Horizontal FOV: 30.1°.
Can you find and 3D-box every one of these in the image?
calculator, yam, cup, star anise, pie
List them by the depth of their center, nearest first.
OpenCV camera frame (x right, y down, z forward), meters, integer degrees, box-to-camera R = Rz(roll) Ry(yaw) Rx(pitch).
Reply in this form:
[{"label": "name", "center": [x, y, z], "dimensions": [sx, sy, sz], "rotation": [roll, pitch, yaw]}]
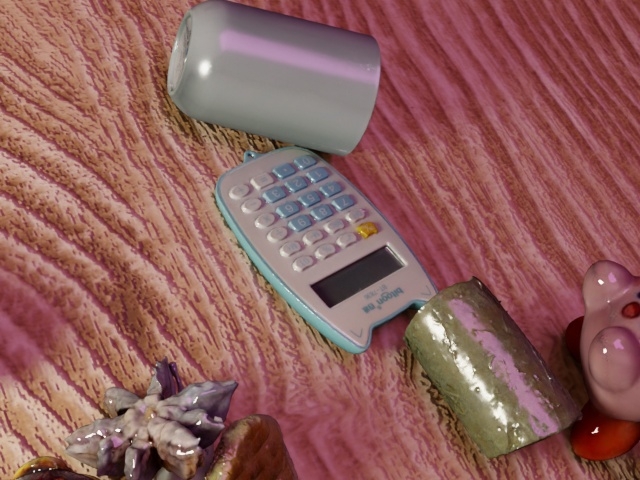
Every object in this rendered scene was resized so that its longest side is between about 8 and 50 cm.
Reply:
[{"label": "star anise", "center": [-0.204, 0.236, 1.501], "dimensions": [0.229, 0.093, 0.236], "rotation": [-31, 29, -16]}, {"label": "pie", "center": [-0.088, 0.320, 1.515], "dimensions": [0.195, 0.046, 0.195], "rotation": [5, 85, -60]}, {"label": "yam", "center": [0.253, 0.200, 1.786], "dimensions": [0.161, 0.161, 0.268], "rotation": [-23, 71, -38]}, {"label": "calculator", "center": [0.000, 0.000, 1.869], "dimensions": [0.256, 0.054, 0.386], "rotation": [-27, 71, -39]}, {"label": "cup", "center": [-0.079, -0.269, 1.925], "dimensions": [0.312, 0.205, 0.205], "rotation": [12, 52, -19]}]

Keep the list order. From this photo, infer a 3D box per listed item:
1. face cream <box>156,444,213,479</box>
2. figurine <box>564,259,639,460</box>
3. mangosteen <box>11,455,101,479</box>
[{"label": "face cream", "center": [-0.176, 0.306, 1.546], "dimensions": [0.072, 0.051, 0.182], "rotation": [22, 50, -17]}, {"label": "figurine", "center": [0.502, 0.174, 1.837], "dimensions": [0.211, 0.261, 0.270], "rotation": [3, 50, 3]}, {"label": "mangosteen", "center": [-0.309, 0.347, 1.378], "dimensions": [0.192, 0.192, 0.217], "rotation": [21, 11, -13]}]
